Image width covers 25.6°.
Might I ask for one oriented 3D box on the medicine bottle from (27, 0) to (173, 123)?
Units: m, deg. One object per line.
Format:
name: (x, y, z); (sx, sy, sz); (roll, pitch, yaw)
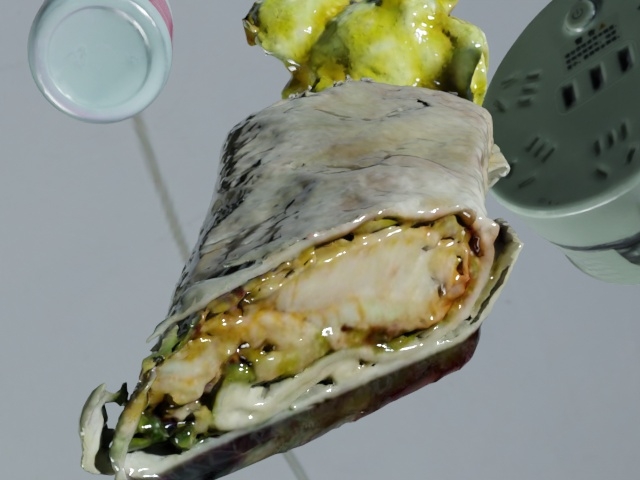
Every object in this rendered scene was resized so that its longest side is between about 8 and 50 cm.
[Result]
medicine bottle: (-0.145, -0.146, 0.962); (0.090, 0.217, 0.090); (-2, 109, -5)

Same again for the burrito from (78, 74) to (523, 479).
burrito: (0.012, -0.003, 0.688); (0.175, 0.348, 0.107); (-14, 110, 16)

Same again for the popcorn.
popcorn: (0.071, -0.166, 1.743); (0.290, 0.326, 0.321); (-7, 102, 15)

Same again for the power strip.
power strip: (0.337, -0.125, 1.495); (0.161, 0.357, 0.357); (35, 83, -33)
